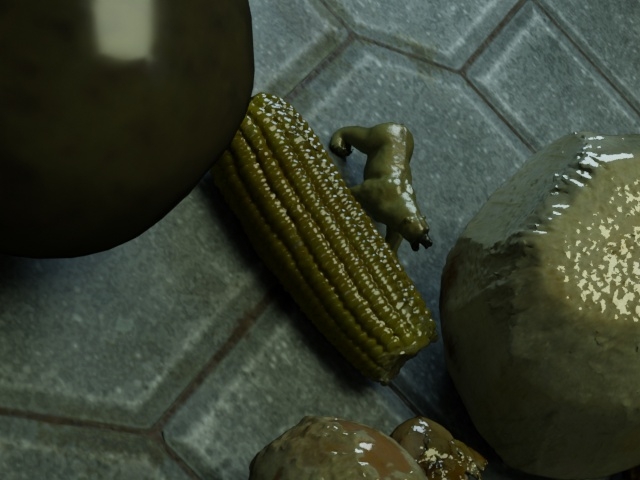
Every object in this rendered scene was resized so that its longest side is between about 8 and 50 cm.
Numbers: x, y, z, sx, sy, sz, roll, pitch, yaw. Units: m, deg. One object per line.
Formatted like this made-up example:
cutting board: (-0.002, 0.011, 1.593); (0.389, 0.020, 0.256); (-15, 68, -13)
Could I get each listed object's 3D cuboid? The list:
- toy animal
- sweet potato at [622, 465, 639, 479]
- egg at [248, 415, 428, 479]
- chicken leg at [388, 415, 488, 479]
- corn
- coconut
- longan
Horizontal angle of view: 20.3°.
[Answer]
toy animal: (0.081, -0.062, 2.137); (0.103, 0.101, 0.219); (29, 40, -28)
sweet potato: (0.426, 0.326, 2.155); (0.106, 0.095, 0.355); (71, 5, -63)
egg: (0.023, 0.280, 1.693); (0.195, 0.195, 0.233); (-19, 75, -52)
chicken leg: (0.130, 0.277, 1.875); (0.101, 0.085, 0.207); (14, 35, -32)
corn: (0.000, 0.000, 1.971); (0.344, 0.131, 0.131); (55, 36, 8)
coconut: (0.307, 0.081, 2.061); (0.344, 0.415, 0.415); (47, 35, 14)
longan: (-0.249, -0.180, 1.694); (0.404, 0.336, 0.405); (7, 69, -18)
